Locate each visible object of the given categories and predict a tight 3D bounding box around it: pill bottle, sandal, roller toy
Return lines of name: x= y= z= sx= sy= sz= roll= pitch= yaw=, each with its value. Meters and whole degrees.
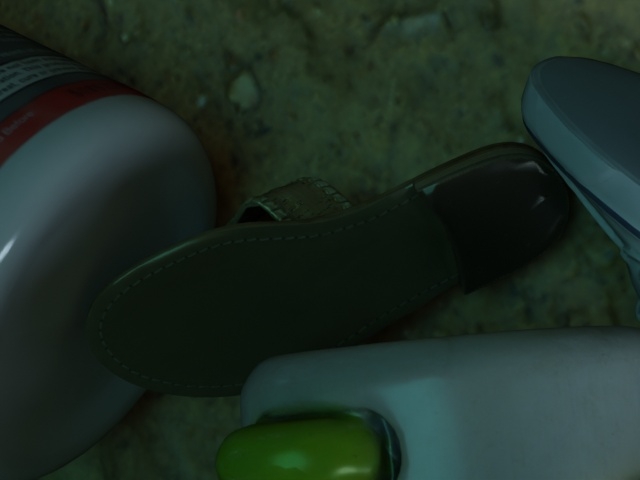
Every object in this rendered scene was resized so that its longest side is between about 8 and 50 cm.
pill bottle: x=-0.253 y=-0.041 z=0.841 sx=0.363 sy=0.210 sz=0.210 roll=28 pitch=100 yaw=24
sandal: x=0.002 y=0.006 z=0.790 sx=0.240 sy=0.079 sz=0.088 roll=-20 pitch=112 yaw=1
roller toy: x=0.066 y=0.117 z=0.692 sx=0.209 sy=0.191 sz=0.146 roll=-5 pitch=84 yaw=2

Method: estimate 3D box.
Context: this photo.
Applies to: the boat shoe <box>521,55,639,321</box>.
boat shoe: x=0.175 y=0.017 z=0.699 sx=0.258 sy=0.095 sz=0.084 roll=48 pitch=135 yaw=31
